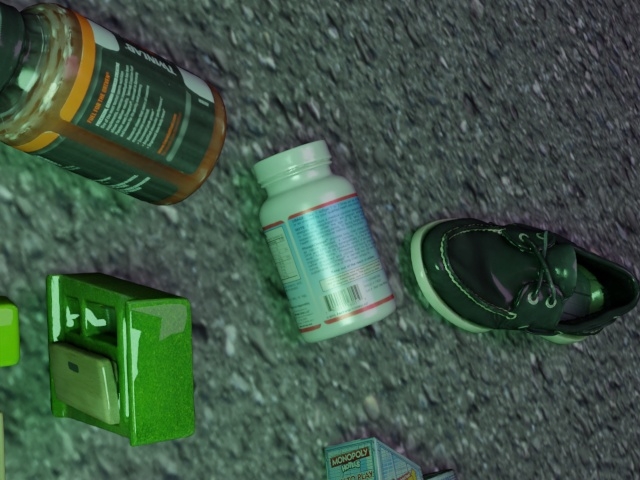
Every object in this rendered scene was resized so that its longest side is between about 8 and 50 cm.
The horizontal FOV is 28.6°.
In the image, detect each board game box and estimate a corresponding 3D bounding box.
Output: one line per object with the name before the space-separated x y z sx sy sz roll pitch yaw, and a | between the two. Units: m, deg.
board game box | 0.077 0.258 1.073 0.194 0.060 0.194 -4 78 -52

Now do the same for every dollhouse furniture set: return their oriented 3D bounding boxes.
dollhouse furniture set | -0.192 0.179 0.766 0.198 0.151 0.301 -4 94 -32

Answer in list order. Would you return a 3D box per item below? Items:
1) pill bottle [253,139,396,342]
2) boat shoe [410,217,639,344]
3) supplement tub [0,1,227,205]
pill bottle | 0.000 0.000 1.072 0.087 0.087 0.160 -20 90 -54
boat shoe | 0.230 0.039 1.324 0.340 0.113 0.127 23 57 -44
supplement tub | -0.167 -0.101 0.891 0.198 0.106 0.106 24 56 -45
